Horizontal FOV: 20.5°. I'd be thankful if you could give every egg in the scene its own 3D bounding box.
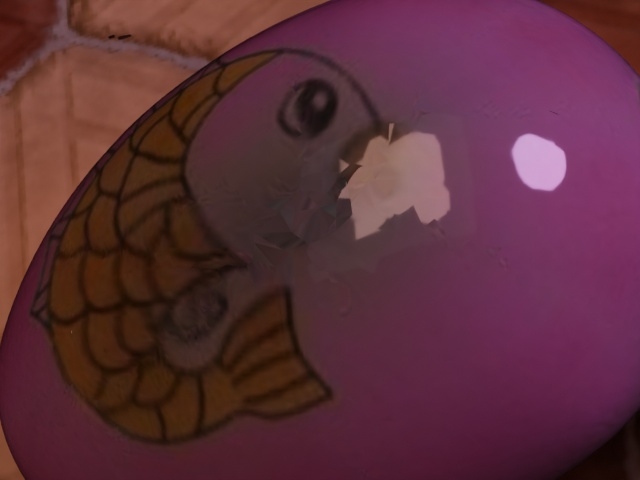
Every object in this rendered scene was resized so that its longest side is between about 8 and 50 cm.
[{"bbox_3d":[0.006,0.023,0.639,0.271,0.196,0.196,-43,54,24],"label":"egg"}]
